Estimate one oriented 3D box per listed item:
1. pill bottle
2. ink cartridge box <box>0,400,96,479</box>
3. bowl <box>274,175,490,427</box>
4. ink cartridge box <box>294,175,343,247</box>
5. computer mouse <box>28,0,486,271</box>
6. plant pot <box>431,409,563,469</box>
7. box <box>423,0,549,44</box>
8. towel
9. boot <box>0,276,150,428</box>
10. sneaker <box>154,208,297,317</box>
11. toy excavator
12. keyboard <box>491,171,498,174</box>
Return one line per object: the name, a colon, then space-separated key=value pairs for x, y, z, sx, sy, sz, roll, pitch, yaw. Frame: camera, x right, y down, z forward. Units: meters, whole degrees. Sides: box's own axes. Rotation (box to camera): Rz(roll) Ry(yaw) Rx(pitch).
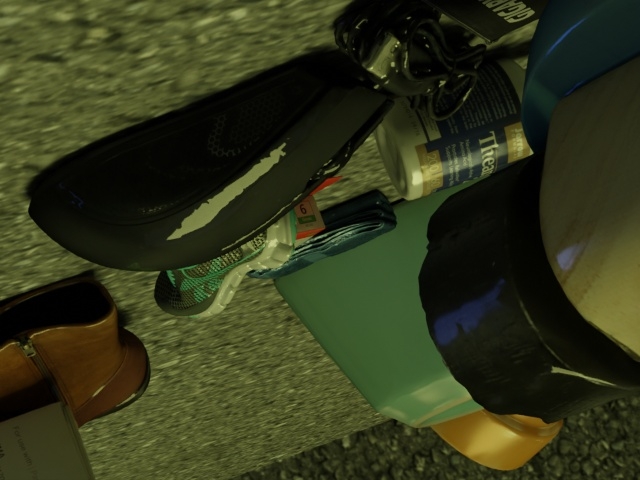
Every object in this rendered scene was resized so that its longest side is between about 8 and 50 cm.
pill bottle: x=0.098 y=-0.073 z=1.208 sx=0.120 sy=0.067 sz=0.067 roll=-19 pitch=169 yaw=-9
ink cartridge box: x=-0.316 y=0.260 z=1.477 sx=0.306 sy=0.131 sz=0.226 roll=-18 pitch=158 yaw=-15
bowl: x=0.131 y=0.055 z=1.667 sx=0.312 sy=0.163 sz=0.311 roll=-19 pitch=169 yaw=-4
ink cartridge box: x=-0.034 y=-0.009 z=1.383 sx=0.063 sy=0.029 sz=0.115 roll=-11 pitch=166 yaw=-40
computer mouse: x=-0.035 y=-0.042 z=1.098 sx=0.272 sy=0.072 sz=0.188 roll=-24 pitch=170 yaw=14
plant pot: x=0.201 y=0.095 z=1.968 sx=0.188 sy=0.205 sz=0.205 roll=-44 pitch=160 yaw=26
box: x=0.153 y=-0.183 z=0.757 sx=0.293 sy=0.073 sz=0.295 roll=-25 pitch=169 yaw=14
towel: x=0.000 y=0.000 z=1.496 sx=0.119 sy=0.029 sz=0.067 roll=-23 pitch=170 yaw=10
boot: x=-0.256 y=0.129 z=1.480 sx=0.264 sy=0.096 sz=0.280 roll=-20 pitch=169 yaw=-2
sneaker: x=-0.084 y=0.005 z=1.322 sx=0.076 sy=0.065 sz=0.166 roll=5 pitch=154 yaw=-29
toy excavator: x=0.292 y=-0.073 z=0.899 sx=0.433 sy=0.445 sz=0.222 roll=33 pitch=143 yaw=-26
keyboard: x=0.262 y=-0.119 z=1.399 sx=0.202 sy=0.033 sz=0.317 roll=-2 pitch=160 yaw=-43
